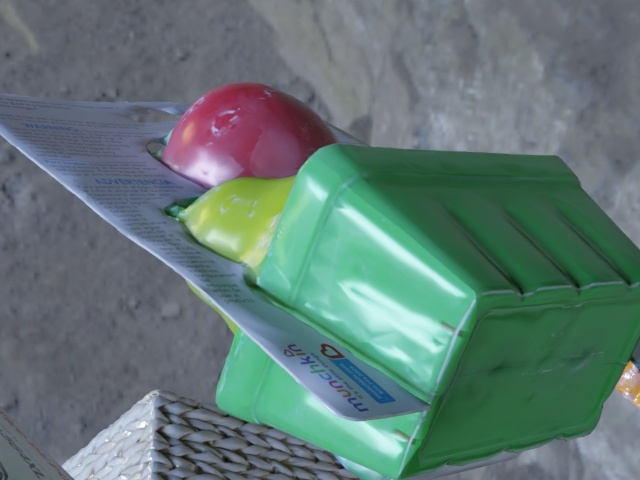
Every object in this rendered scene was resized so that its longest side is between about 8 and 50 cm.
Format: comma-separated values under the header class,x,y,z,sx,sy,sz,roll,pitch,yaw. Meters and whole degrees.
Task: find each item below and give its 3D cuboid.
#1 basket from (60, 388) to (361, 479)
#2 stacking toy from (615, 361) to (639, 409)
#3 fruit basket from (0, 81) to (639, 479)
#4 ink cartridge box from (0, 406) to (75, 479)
class,x,y,z,sx,sy,sz,roll,pitch,yaw
basket,-0.133,0.366,1.480,0.328,0.331,0.266,20,49,-30
stacking toy,0.454,0.239,1.576,0.166,0.175,0.302,-36,54,-13
fruit basket,0.000,0.000,0.790,0.353,0.165,0.327,28,19,37
ink cartridge box,-0.235,0.123,0.752,0.148,0.203,0.086,35,85,34
